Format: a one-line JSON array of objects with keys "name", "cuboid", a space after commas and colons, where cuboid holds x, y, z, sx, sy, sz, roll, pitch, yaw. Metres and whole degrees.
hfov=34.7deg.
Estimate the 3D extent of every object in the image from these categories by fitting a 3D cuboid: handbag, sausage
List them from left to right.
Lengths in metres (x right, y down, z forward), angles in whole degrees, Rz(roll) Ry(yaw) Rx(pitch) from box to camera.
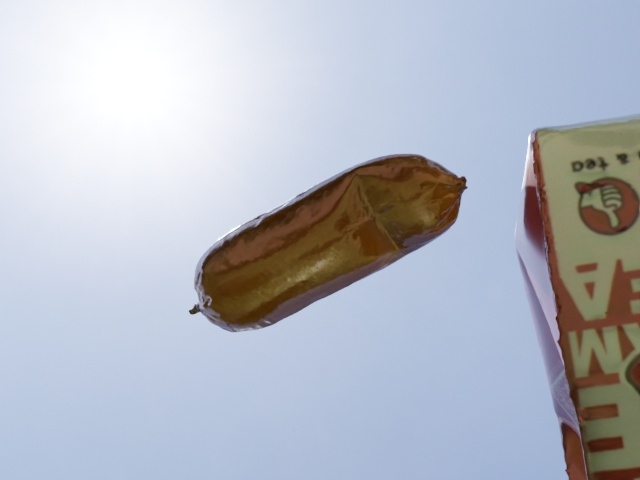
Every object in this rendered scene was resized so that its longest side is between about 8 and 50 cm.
[{"name": "sausage", "cuboid": [0.000, 0.000, 0.582, 0.183, 0.054, 0.062, -30, -81, 18]}, {"name": "handbag", "cuboid": [0.183, 0.097, 0.430, 0.171, 0.151, 0.298, -8, -108, 8]}]
